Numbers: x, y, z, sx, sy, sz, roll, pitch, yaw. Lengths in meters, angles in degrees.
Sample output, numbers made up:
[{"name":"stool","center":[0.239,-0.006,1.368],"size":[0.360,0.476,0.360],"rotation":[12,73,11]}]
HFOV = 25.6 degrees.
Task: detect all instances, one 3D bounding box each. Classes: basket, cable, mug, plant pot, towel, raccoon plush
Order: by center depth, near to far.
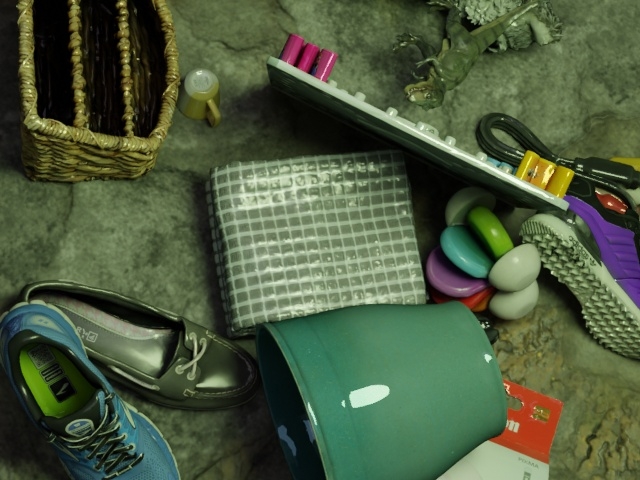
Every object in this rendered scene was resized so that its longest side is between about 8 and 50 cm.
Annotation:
[{"name":"plant pot","center":[0.082,0.194,1.756],"size":[0.255,0.271,0.271],"rotation":[-18,77,-13]},{"name":"basket","center":[-0.290,-0.245,1.856],"size":[0.214,0.223,0.299],"rotation":[-1,72,-11]},{"name":"towel","center":[0.000,0.000,1.887],"size":[0.284,0.121,0.235],"rotation":[-8,75,-13]},{"name":"raccoon plush","center":[0.244,-0.453,1.939],"size":[0.299,0.446,0.216],"rotation":[19,44,-3]},{"name":"mug","center":[-0.160,-0.204,1.949],"size":[0.078,0.064,0.062],"rotation":[30,70,-1]},{"name":"cable","center":[0.354,-0.088,2.021],"size":[0.287,0.072,0.139],"rotation":[15,64,5]}]

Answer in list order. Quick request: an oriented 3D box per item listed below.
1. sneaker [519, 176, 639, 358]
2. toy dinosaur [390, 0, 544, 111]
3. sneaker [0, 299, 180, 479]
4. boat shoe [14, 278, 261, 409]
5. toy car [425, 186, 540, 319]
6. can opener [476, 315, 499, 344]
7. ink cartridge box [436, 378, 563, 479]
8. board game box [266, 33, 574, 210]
[{"name":"sneaker","center":[0.405,0.032,1.920],"size":[0.293,0.102,0.146],"rotation":[50,62,-22]},{"name":"toy dinosaur","center":[0.174,-0.268,1.897],"size":[0.118,0.064,0.268],"rotation":[36,62,19]},{"name":"sneaker","center":[-0.288,0.229,1.715],"size":[0.130,0.147,0.330],"rotation":[-37,103,-1]},{"name":"boat shoe","center":[-0.234,0.135,1.814],"size":[0.335,0.095,0.112],"rotation":[19,71,-4]},{"name":"toy car","center":[0.205,0.031,1.888],"size":[0.136,0.182,0.159],"rotation":[-28,61,-10]},{"name":"can opener","center":[0.148,0.141,1.906],"size":[0.186,0.073,0.059],"rotation":[-13,64,-1]},{"name":"ink cartridge box","center":[0.216,0.287,1.874],"size":[0.189,0.066,0.232],"rotation":[22,75,-3]},{"name":"board game box","center":[0.118,-0.146,1.815],"size":[0.390,0.390,0.050],"rotation":[26,92,-2]}]
